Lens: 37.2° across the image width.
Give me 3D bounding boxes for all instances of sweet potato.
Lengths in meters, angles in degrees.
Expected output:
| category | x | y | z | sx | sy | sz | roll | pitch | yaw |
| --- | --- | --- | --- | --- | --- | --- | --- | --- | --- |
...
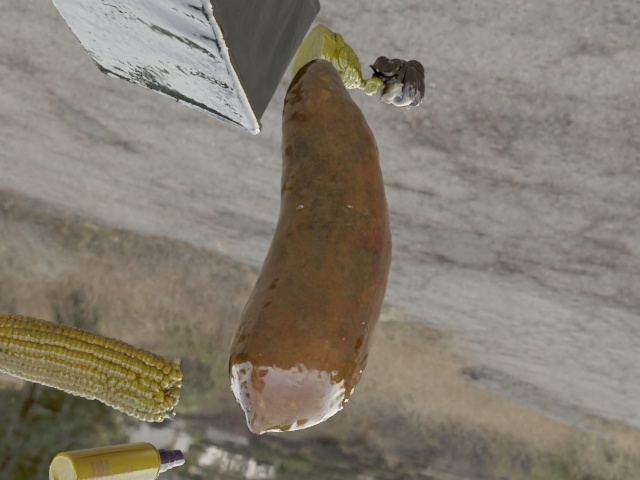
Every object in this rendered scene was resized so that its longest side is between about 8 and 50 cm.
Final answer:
| category | x | y | z | sx | sy | sz | roll | pitch | yaw |
| --- | --- | --- | --- | --- | --- | --- | --- | --- | --- |
| sweet potato | 0.001 | 0.000 | 0.661 | 0.098 | 0.291 | 0.097 | 8 | 153 | 4 |

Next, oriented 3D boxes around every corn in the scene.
| category | x | y | z | sx | sy | sz | roll | pitch | yaw |
| --- | --- | --- | --- | --- | --- | --- | --- | --- | --- |
| corn | -0.348 | 0.174 | 1.363 | 0.313 | 0.101 | 0.102 | 20 | 166 | -9 |

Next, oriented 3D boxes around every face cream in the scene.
| category | x | y | z | sx | sy | sz | roll | pitch | yaw |
| --- | --- | --- | --- | --- | --- | --- | --- | --- | --- |
| face cream | -0.353 | 0.406 | 1.718 | 0.078 | 0.078 | 0.273 | 3 | 179 | 39 |

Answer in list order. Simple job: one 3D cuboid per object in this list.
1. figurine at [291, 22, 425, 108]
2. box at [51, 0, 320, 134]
| category | x | y | z | sx | sy | sz | roll | pitch | yaw |
| --- | --- | --- | --- | --- | --- | --- | --- | --- | --- |
| figurine | 0.109 | -0.394 | 2.308 | 0.315 | 0.168 | 0.187 | 16 | 142 | -20 |
| box | -0.166 | -0.320 | 1.126 | 0.251 | 0.204 | 0.345 | 23 | 166 | 12 |
